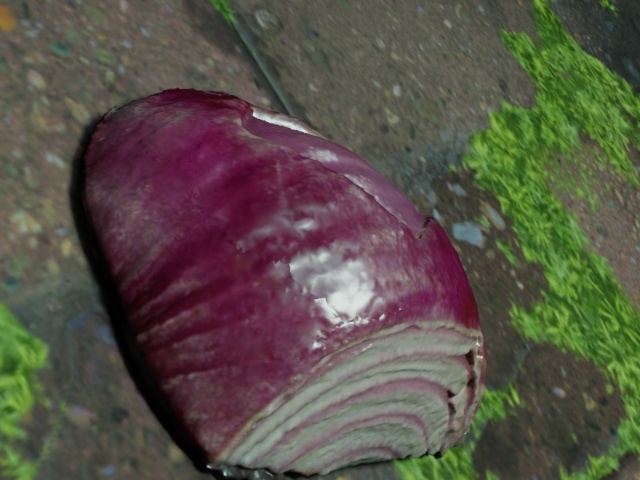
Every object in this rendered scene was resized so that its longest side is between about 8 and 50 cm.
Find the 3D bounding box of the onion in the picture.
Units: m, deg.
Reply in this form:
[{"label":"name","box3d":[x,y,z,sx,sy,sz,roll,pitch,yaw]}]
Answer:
[{"label":"onion","box3d":[0.000,0.000,0.765,0.250,0.111,0.248,0,62,-49]}]
